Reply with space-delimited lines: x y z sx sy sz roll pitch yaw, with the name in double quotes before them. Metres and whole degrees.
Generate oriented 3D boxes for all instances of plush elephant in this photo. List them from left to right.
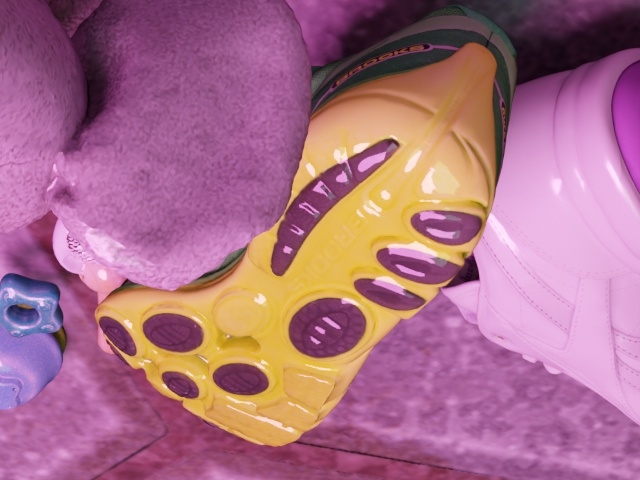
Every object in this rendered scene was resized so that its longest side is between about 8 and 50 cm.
"plush elephant" -0.153 -0.066 0.691 0.272 0.255 0.330 17 139 -15

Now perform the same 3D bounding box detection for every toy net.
"toy net" -0.141 0.015 0.960 0.122 0.045 0.232 32 132 -27

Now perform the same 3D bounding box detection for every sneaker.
"sneaker" 0.000 0.000 0.823 0.109 0.123 0.295 41 143 -9
"sneaker" 0.152 0.024 0.912 0.152 0.114 0.305 -7 136 34
